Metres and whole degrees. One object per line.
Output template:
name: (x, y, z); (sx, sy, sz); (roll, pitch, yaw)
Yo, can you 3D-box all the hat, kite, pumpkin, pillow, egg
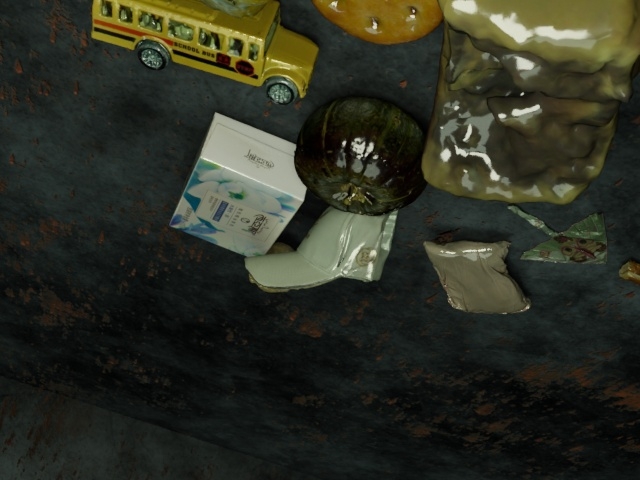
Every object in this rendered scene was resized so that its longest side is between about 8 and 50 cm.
hat: (0.005, 0.006, 1.634); (0.301, 0.168, 0.258); (-6, 176, 6)
kite: (0.448, -0.007, 1.628); (0.250, 0.012, 0.229); (28, 145, -19)
pumpkin: (0.067, -0.134, 1.442); (0.237, 0.159, 0.238); (9, 149, 6)
pillow: (0.325, 0.074, 1.752); (0.173, 0.067, 0.270); (-5, 145, 21)
egg: (-0.097, 0.062, 1.863); (0.116, 0.118, 0.140); (45, 157, -11)

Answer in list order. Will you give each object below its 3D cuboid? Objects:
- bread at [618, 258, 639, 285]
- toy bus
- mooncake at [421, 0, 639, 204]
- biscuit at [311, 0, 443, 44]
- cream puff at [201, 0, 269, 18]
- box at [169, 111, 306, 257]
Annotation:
bread: (0.620, 0.070, 1.650); (0.083, 0.036, 0.047); (21, 150, -5)
toy bus: (-0.167, -0.319, 1.292); (0.335, 0.121, 0.123); (16, 142, 0)
mooncake: (0.249, -0.217, 1.011); (0.246, 0.394, 0.393); (6, 108, 9)
biscuit: (0.077, -0.358, 1.172); (0.220, 0.066, 0.220); (12, 148, 7)
cream puff: (-0.141, -0.440, 1.015); (0.323, 0.270, 0.274); (35, 177, -29)
box: (-0.155, -0.093, 1.641); (0.203, 0.116, 0.274); (21, 148, -12)
